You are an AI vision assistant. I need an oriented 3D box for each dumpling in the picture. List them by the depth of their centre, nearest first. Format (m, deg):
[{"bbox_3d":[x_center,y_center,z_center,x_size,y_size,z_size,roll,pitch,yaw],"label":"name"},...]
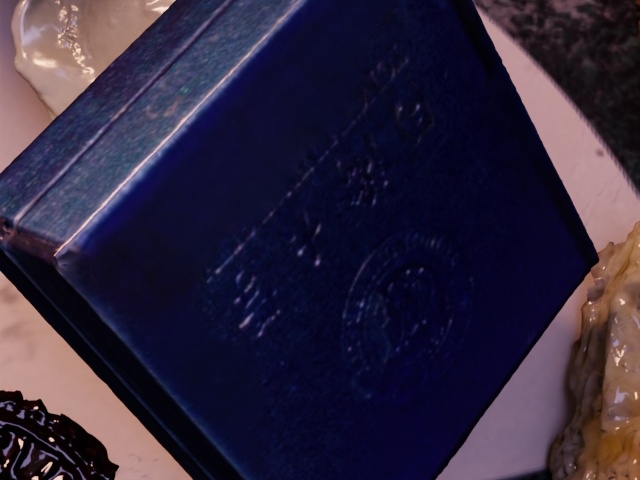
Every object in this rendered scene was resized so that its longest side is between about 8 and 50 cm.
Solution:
[{"bbox_3d":[-0.087,-0.147,0.772,0.179,0.131,0.252,12,68,-4],"label":"dumpling"}]

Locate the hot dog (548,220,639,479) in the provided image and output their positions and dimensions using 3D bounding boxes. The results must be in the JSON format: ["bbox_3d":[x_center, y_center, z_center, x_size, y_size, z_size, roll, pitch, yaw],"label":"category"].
[{"bbox_3d":[0.339,0.182,0.785,0.365,0.196,0.367,19,74,-15],"label":"hot dog"}]

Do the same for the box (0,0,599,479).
[{"bbox_3d":[0.000,0.000,0.693,0.261,0.116,0.279,-49,127,-19],"label":"box"}]

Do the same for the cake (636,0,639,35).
[{"bbox_3d":[0.288,-0.196,0.931,0.116,0.113,0.295,9,61,-17],"label":"cake"}]

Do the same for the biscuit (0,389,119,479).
[{"bbox_3d":[-0.199,0.170,0.691,0.195,0.053,0.194,4,75,-16],"label":"biscuit"}]
